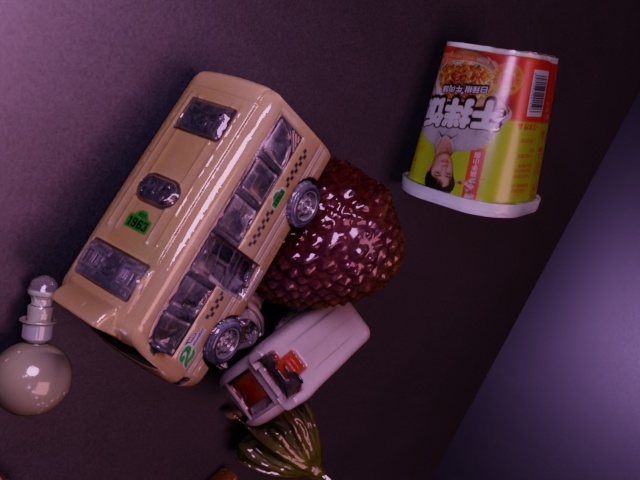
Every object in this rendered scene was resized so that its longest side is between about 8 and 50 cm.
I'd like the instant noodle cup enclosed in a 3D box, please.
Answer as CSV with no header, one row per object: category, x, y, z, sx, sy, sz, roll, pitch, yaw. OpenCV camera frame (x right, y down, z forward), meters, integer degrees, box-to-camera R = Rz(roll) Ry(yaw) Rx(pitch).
instant noodle cup,0.336,-0.232,1.265,0.294,0.294,0.308,-13,118,-50

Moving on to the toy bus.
toy bus,-0.156,-0.017,0.783,0.365,0.177,0.202,-61,148,-11

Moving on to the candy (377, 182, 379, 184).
candy,0.087,-0.023,1.208,0.199,0.106,0.094,75,34,-54

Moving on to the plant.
plant,-0.035,0.462,1.219,0.180,0.333,0.251,-32,156,-17

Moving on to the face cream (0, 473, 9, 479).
face cream,-0.429,0.306,0.737,0.096,0.096,0.214,-43,144,-26

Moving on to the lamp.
lamp,-0.338,0.122,0.744,0.091,0.091,0.163,7,94,-56

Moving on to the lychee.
lychee,0.000,0.000,0.986,0.271,0.271,0.271,-35,140,-36

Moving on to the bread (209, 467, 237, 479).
bread,-0.210,0.497,1.254,0.083,0.047,0.036,-37,111,-36

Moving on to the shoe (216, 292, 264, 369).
shoe,-0.137,0.124,1.010,0.180,0.092,0.089,-46,145,-23

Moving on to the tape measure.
tape measure,-0.054,0.205,1.082,0.265,0.130,0.258,-39,176,40
